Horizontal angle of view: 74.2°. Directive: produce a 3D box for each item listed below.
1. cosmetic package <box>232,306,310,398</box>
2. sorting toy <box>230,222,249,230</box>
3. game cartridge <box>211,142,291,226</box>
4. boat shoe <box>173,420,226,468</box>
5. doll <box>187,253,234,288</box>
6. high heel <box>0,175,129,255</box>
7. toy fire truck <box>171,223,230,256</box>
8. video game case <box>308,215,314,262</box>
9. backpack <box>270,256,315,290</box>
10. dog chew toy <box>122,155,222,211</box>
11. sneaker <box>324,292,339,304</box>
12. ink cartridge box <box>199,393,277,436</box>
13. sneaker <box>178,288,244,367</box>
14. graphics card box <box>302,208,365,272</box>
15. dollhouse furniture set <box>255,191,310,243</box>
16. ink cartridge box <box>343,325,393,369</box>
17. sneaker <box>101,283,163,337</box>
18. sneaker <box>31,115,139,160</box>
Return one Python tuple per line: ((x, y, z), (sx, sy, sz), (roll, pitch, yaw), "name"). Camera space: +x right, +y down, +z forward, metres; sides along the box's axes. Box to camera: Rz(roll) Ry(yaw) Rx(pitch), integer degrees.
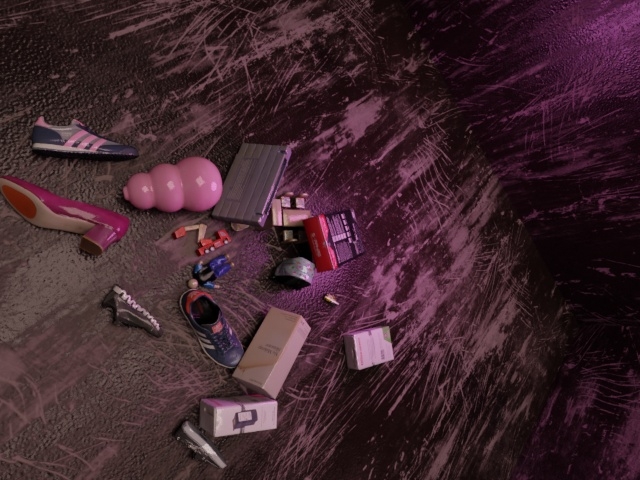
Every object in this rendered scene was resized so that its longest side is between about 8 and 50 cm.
((-0.184, 0.430, 1.646), (0.309, 0.161, 0.113), (-61, 143, -30), "cosmetic package")
((-0.327, -0.080, 1.736), (0.075, 0.045, 0.083), (-6, 85, -42), "sorting toy")
((-0.275, -0.229, 1.695), (0.068, 0.231, 0.354), (52, 51, -56), "game cartridge")
((-0.431, 0.745, 1.506), (0.076, 0.080, 0.228), (-41, 108, -14), "boat shoe")
((-0.424, 0.128, 1.630), (0.189, 0.046, 0.128), (-33, 99, -34), "doll")
((-0.831, -0.109, 1.390), (0.377, 0.127, 0.181), (40, 34, -17), "high heel")
((-0.456, -0.013, 1.632), (0.192, 0.047, 0.135), (-30, 98, -34), "toy fire truck")
((0.000, 0.000, 1.891), (0.183, 0.023, 0.201), (10, 73, -68), "video game case")
((-0.105, 0.137, 1.759), (0.152, 0.182, 0.115), (21, 71, -29), "backpack")
((-0.533, -0.193, 1.530), (0.332, 0.207, 0.206), (-12, 89, -26), "dog chew toy")
((0.056, 0.267, 1.935), (0.083, 0.031, 0.035), (33, 65, -25), "sneaker")
((-0.303, 0.633, 1.547), (0.238, 0.172, 0.100), (8, 78, -32), "ink cartridge box")
((-0.387, 0.332, 1.557), (0.131, 0.148, 0.349), (-43, 106, -31), "sneaker")
((0.070, -0.010, 1.864), (0.371, 0.094, 0.232), (-20, 94, -61), "graphics card box")
((-0.134, -0.100, 1.793), (0.242, 0.161, 0.211), (0, 82, -34), "dollhouse furniture set")
((0.223, 0.496, 1.970), (0.220, 0.093, 0.160), (-4, 83, -34), "ink cartridge box")
((-0.647, 0.264, 1.443), (0.234, 0.078, 0.106), (49, 62, -13), "sneaker")
((-0.785, -0.344, 1.431), (0.319, 0.112, 0.130), (0, 85, -35), "sneaker")
